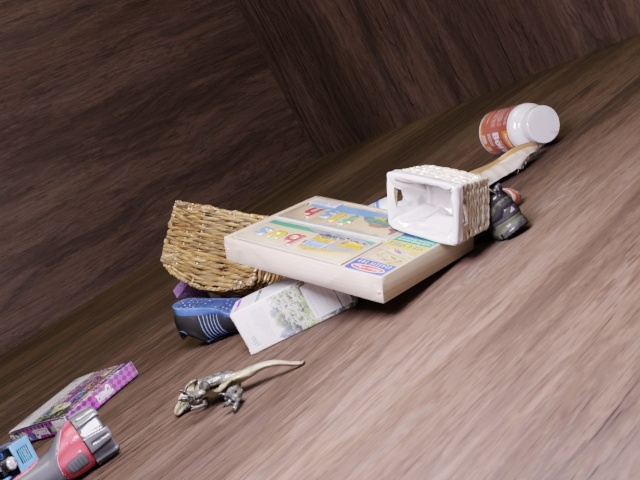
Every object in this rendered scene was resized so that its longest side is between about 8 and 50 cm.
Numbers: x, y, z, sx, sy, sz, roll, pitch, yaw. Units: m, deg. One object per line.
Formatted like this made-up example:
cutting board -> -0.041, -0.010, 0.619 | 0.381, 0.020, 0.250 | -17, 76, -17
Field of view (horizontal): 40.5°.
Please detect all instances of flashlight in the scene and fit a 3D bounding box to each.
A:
flashlight -> -0.495, 0.403, 1.470 | 0.304, 0.103, 0.103 | -33, -15, -20

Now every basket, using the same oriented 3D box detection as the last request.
basket -> 0.214, -0.071, 1.563 | 0.103, 0.113, 0.167 | -20, 26, -38
basket -> -0.215, 0.035, 2.176 | 0.299, 0.213, 0.223 | 11, -3, 27

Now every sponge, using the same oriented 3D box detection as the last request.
sponge -> -0.307, 0.081, 2.404 | 0.117, 0.031, 0.210 | 4, -45, -50

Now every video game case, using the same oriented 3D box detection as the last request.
video game case -> -0.557, 0.367, 1.961 | 0.210, 0.041, 0.232 | -21, 12, 34

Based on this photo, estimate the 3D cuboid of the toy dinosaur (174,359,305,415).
toy dinosaur -> -0.165, 0.251, 1.473 | 0.268, 0.064, 0.118 | -20, 6, 23

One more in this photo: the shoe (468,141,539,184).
shoe -> 0.422, -0.164, 2.018 | 0.219, 0.058, 0.076 | -26, -11, -14

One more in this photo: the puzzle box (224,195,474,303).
puzzle box -> 0.046, 0.005, 1.650 | 0.409, 0.052, 0.272 | 13, 29, 42

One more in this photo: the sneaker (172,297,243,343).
sneaker -> -0.220, 0.182, 1.928 | 0.232, 0.090, 0.081 | 2, 22, 26

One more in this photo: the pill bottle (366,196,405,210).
pill bottle -> 0.125, -0.018, 1.857 | 0.222, 0.124, 0.124 | -25, 11, 13

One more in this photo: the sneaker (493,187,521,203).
sneaker -> 0.339, -0.070, 1.782 | 0.075, 0.057, 0.161 | -14, -3, -44

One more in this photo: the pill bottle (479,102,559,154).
pill bottle -> 0.499, -0.280, 2.175 | 0.121, 0.121, 0.216 | -31, 10, -16

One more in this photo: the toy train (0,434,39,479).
toy train -> -0.647, 0.450, 1.705 | 0.184, 0.080, 0.105 | -25, 1, 26

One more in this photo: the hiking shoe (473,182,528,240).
hiking shoe -> 0.294, -0.060, 1.639 | 0.086, 0.114, 0.227 | -31, 11, -27

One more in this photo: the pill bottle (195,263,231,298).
pill bottle -> -0.209, 0.063, 2.304 | 0.229, 0.131, 0.131 | -30, 10, -8

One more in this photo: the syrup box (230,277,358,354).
syrup box -> -0.050, 0.123, 1.697 | 0.237, 0.093, 0.096 | -26, 12, 10
